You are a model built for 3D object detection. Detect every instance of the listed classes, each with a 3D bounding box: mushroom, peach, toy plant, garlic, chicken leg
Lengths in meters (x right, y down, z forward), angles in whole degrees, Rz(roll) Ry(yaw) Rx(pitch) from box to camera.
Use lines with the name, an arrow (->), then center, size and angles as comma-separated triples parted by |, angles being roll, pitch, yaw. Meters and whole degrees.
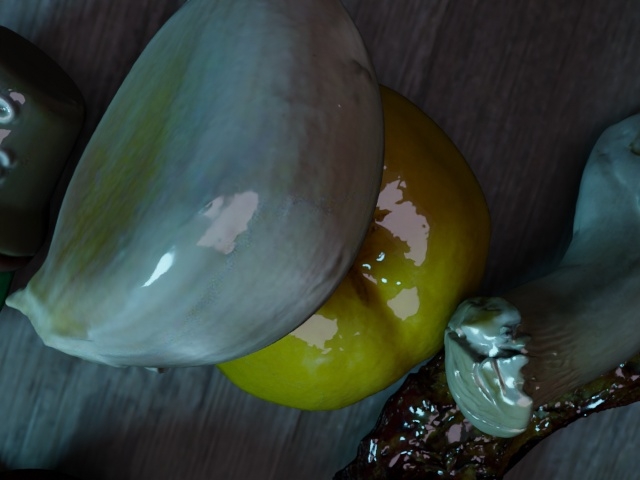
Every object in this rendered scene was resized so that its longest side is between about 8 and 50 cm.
mushroom -> 0.147, 0.018, 0.613 | 0.092, 0.081, 0.223 | 45, 63, -2
peach -> 0.000, 0.000, 0.626 | 0.179, 0.103, 0.179 | 0, 94, -6
toy plant -> -0.209, -0.019, 0.604 | 0.143, 0.105, 0.200 | 42, 104, -2
garlic -> -0.034, -0.057, 0.542 | 0.148, 0.128, 0.266 | 26, 81, 2
chicken leg -> 0.113, 0.091, 0.671 | 0.234, 0.063, 0.105 | -36, 104, -1

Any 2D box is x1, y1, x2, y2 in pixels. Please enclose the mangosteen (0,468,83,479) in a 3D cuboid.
mangosteen -> -0.169, 0.206, 0.602 | 0.181, 0.146, 0.156 | -28, 127, -35
